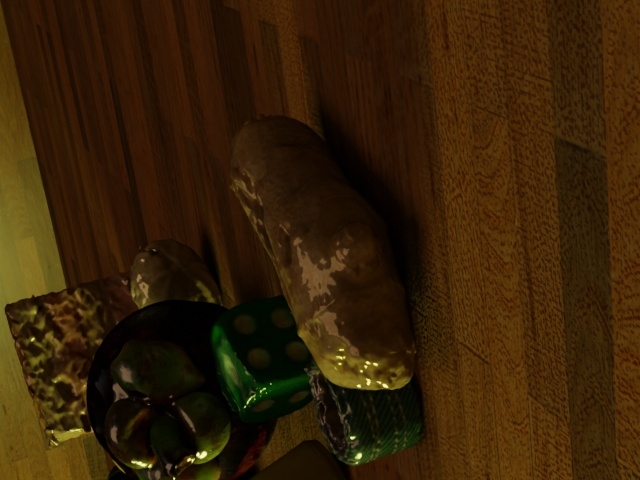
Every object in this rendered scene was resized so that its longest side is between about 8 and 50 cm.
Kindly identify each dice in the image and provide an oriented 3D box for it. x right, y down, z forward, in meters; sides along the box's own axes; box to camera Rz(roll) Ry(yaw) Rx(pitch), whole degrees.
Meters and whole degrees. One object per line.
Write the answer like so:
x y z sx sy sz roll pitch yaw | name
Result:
-0.071 0.157 1.564 0.131 0.120 0.128 107 144 -53 | dice

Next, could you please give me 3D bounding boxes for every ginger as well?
0.000 0.000 1.232 0.190 0.126 0.354 92 153 -53 | ginger

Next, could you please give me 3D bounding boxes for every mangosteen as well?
-0.200 0.233 1.723 0.311 0.311 0.311 164 90 -71 | mangosteen

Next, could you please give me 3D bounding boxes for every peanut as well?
-0.228 0.139 1.972 0.149 0.149 0.313 -130 28 -50 | peanut

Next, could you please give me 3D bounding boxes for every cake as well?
-0.451 0.234 2.406 0.293 0.307 0.314 142 110 -74 | cake

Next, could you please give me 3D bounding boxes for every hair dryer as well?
0.007 0.412 1.589 0.278 0.135 0.090 60 163 -12 | hair dryer

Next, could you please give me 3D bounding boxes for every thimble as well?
0.047 0.172 1.293 0.118 0.090 0.135 121 131 -65 | thimble

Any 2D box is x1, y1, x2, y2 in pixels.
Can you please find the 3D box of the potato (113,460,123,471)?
-0.278 0.364 2.171 0.300 0.173 0.140 -29 35 50 | potato

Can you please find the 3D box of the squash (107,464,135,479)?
-0.391 0.604 2.678 0.252 0.165 0.252 -16 -90 -81 | squash

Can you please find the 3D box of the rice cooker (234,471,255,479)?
-0.211 0.526 2.029 0.316 0.264 0.316 162 90 -88 | rice cooker
